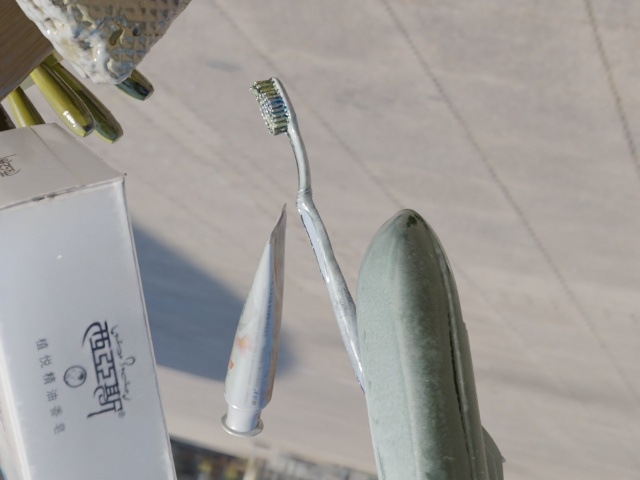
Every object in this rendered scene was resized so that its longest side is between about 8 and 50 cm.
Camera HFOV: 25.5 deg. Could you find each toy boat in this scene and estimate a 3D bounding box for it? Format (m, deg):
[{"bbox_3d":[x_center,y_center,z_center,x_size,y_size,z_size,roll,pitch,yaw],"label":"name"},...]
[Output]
[{"bbox_3d":[0.073,0.097,0.941,0.085,0.260,0.078,14,147,-38],"label":"toy boat"}]

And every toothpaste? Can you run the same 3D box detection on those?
[{"bbox_3d":[-0.079,0.111,1.848,0.066,0.323,0.100,14,-153,5],"label":"toothpaste"}]

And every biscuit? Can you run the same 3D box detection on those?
[{"bbox_3d":[-0.109,-0.220,0.963,0.062,0.239,0.108,4,141,51],"label":"biscuit"}]

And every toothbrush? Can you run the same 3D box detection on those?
[{"bbox_3d":[0.000,0.000,1.665,0.042,0.413,0.035,-16,171,-23],"label":"toothbrush"}]

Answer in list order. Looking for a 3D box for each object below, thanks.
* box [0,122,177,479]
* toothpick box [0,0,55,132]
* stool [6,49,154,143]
[{"bbox_3d":[-0.203,0.070,1.067,0.116,0.274,0.203,-15,-158,-20],"label":"box"},{"bbox_3d":[-0.255,-0.264,1.182,0.190,0.308,0.187,25,153,37],"label":"toothpick box"},{"bbox_3d":[-0.241,-0.140,1.352,0.110,0.134,0.135,50,-176,3],"label":"stool"}]
